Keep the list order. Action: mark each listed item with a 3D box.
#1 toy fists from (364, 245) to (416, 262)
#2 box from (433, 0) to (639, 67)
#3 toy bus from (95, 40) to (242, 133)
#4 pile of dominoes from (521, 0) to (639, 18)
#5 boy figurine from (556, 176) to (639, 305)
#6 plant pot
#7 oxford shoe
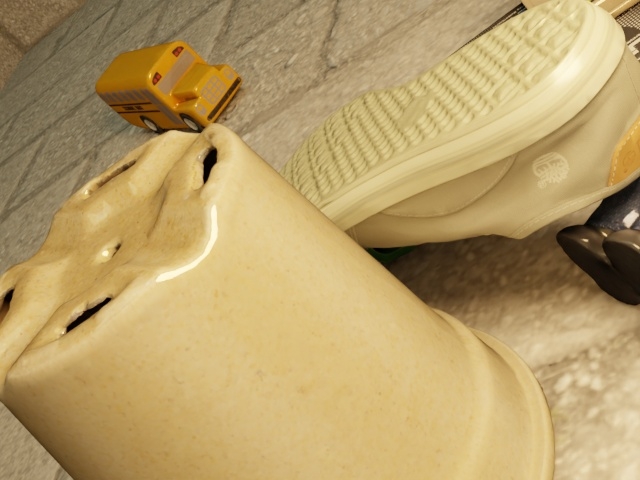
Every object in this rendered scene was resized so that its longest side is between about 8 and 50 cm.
[{"bbox_3d":[0.000,0.000,0.976,0.279,0.096,0.142,-47,27,1],"label":"toy fists"},{"bbox_3d":[0.219,-0.157,0.902,0.270,0.060,0.216,-35,31,14],"label":"box"},{"bbox_3d":[-0.271,-0.270,1.664,0.108,0.130,0.332,-54,29,-16],"label":"toy bus"},{"bbox_3d":[0.279,-0.293,0.929,0.196,0.040,0.251,-33,40,15],"label":"pile of dominoes"},{"bbox_3d":[0.290,-0.085,0.695,0.285,0.092,0.177,-51,18,-13],"label":"boy figurine"},{"bbox_3d":[-0.057,0.100,0.667,0.333,0.305,0.334,-30,30,20],"label":"plant pot"},{"bbox_3d":[0.081,-0.052,0.772,0.449,0.130,0.169,-17,40,54],"label":"oxford shoe"}]
